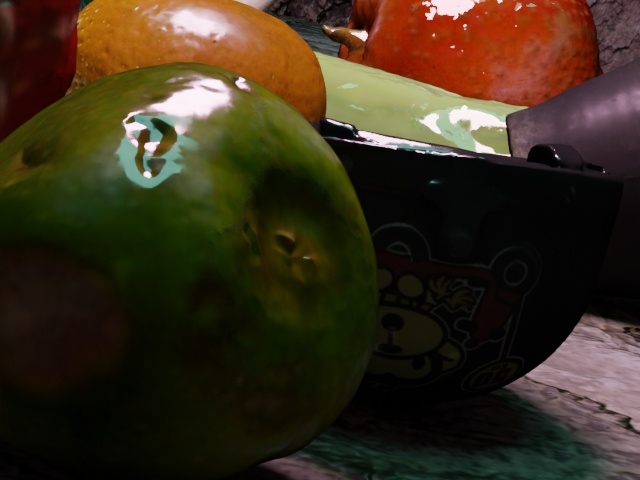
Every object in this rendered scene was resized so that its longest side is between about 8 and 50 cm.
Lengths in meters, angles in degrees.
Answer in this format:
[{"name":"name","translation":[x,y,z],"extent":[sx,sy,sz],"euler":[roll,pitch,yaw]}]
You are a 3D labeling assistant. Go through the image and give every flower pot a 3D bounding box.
[{"name":"flower pot","translation":[0.227,-0.042,1.472],"extent":[0.148,0.235,0.235],"euler":[-8,9,5]}]

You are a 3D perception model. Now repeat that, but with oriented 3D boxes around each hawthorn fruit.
[{"name":"hawthorn fruit","translation":[0.142,-0.179,1.903],"extent":[0.299,0.275,0.275],"euler":[12,10,-14]}]

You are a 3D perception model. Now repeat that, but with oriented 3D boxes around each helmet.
[{"name":"helmet","translation":[0.046,0.012,1.072],"extent":[0.230,0.160,0.279],"euler":[8,-1,-8]}]

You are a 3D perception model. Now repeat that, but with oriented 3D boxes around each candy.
[{"name":"candy","translation":[0.063,-0.098,1.704],"extent":[0.343,0.132,0.142],"euler":[14,-26,19]}]

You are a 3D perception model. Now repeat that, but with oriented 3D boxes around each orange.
[{"name":"orange","translation":[-0.103,-0.115,1.534],"extent":[0.237,0.179,0.158],"euler":[14,-4,-20]}]

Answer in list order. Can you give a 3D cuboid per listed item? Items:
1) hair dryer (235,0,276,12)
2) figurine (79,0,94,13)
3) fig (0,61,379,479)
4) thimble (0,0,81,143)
[{"name":"hair dryer","translation":[-0.106,-0.242,1.963],"extent":[0.203,0.128,0.362],"euler":[18,48,31]},{"name":"figurine","translation":[-0.336,-0.208,1.638],"extent":[0.340,0.231,0.323],"euler":[7,48,-20]},{"name":"fig","translation":[-0.117,0.023,0.880],"extent":[0.275,0.206,0.206],"euler":[-10,-5,39]},{"name":"thimble","translation":[-0.297,-0.151,1.129],"extent":[0.230,0.350,0.350],"euler":[4,13,-31]}]
